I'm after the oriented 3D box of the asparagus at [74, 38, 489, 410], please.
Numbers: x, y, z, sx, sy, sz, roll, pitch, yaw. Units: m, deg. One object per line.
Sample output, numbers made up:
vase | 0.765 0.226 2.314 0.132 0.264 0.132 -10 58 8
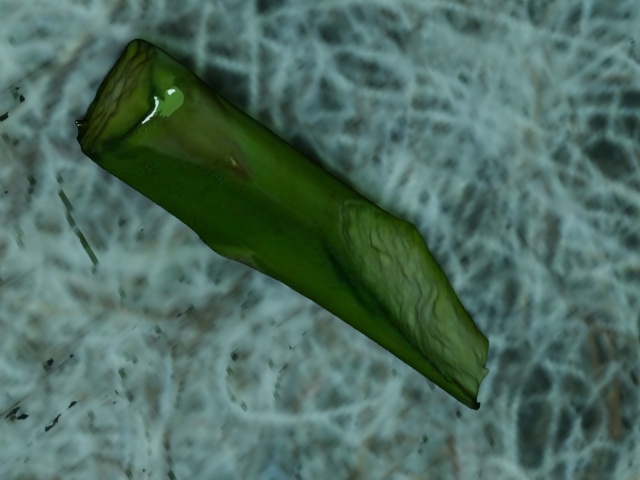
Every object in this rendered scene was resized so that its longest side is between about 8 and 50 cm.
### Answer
asparagus | 0.000 0.000 0.590 0.178 0.041 0.045 35 89 -27
